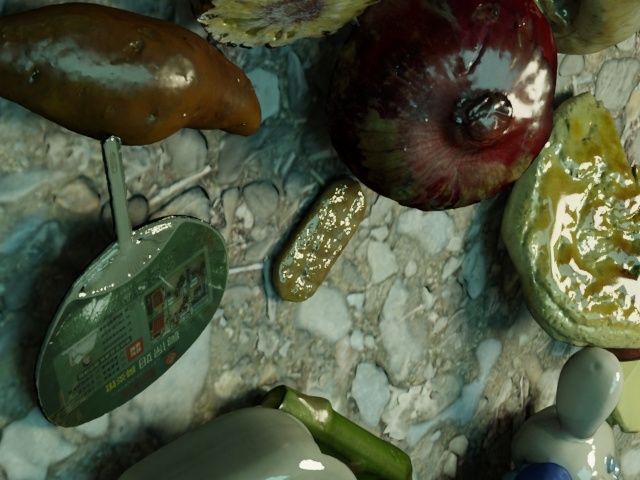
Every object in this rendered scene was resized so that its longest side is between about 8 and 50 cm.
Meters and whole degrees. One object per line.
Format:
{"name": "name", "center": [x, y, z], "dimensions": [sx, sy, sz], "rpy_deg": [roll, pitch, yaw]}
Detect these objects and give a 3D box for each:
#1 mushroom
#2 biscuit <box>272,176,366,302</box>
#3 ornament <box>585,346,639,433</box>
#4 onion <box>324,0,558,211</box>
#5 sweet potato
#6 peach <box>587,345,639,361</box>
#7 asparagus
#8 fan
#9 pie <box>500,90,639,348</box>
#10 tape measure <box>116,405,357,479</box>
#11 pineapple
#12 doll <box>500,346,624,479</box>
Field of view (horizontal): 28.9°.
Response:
{"name": "mushroom", "center": [0.261, -0.292, 1.300], "dimensions": [0.195, 0.189, 0.253], "rpy_deg": [-53, 133, -20]}
{"name": "biscuit", "center": [0.000, 0.000, 1.271], "dimensions": [0.147, 0.018, 0.071], "rpy_deg": [-55, 138, -14]}
{"name": "ornament", "center": [0.459, 0.169, 1.801], "dimensions": [0.180, 0.059, 0.201], "rpy_deg": [-49, 138, -22]}
{"name": "onion", "center": [0.124, -0.144, 1.215], "dimensions": [0.246, 0.190, 0.246], "rpy_deg": [-12, 119, -22]}
{"name": "sweet potato", "center": [-0.154, -0.129, 0.988], "dimensions": [0.359, 0.112, 0.112], "rpy_deg": [2, 105, -47]}
{"name": "peach", "center": [0.400, 0.089, 1.657], "dimensions": [0.152, 0.152, 0.152], "rpy_deg": [-20, 120, -40]}
{"name": "asparagus", "center": [0.013, 0.216, 1.346], "dimensions": [0.278, 0.060, 0.067], "rpy_deg": [41, 79, -46]}
{"name": "fan", "center": [-0.146, 0.033, 1.086], "dimensions": [0.223, 0.012, 0.294], "rpy_deg": [-12, 129, -52]}
{"name": "pie", "center": [0.364, -0.014, 1.525], "dimensions": [0.338, 0.075, 0.337], "rpy_deg": [3, 83, -26]}
{"name": "tape measure", "center": [-0.080, 0.288, 1.203], "dimensions": [0.258, 0.130, 0.265], "rpy_deg": [-15, 125, -31]}
{"name": "pineapple", "center": [-0.037, -0.252, 1.044], "dimensions": [0.176, 0.162, 0.136], "rpy_deg": [22, 55, -73]}
{"name": "doll", "center": [0.286, 0.345, 1.587], "dimensions": [0.365, 0.187, 0.376], "rpy_deg": [-53, 136, -16]}
